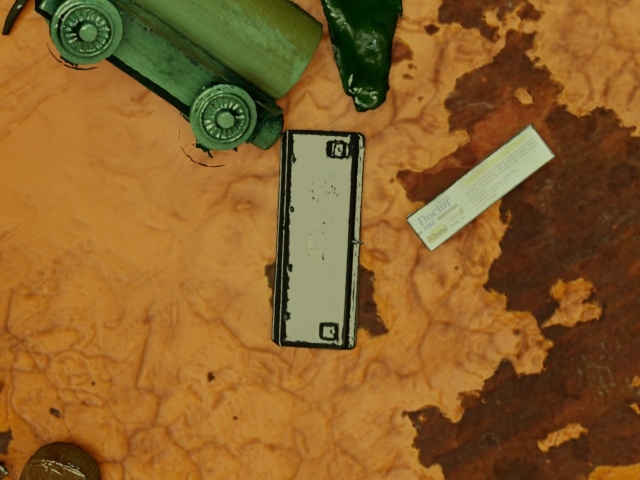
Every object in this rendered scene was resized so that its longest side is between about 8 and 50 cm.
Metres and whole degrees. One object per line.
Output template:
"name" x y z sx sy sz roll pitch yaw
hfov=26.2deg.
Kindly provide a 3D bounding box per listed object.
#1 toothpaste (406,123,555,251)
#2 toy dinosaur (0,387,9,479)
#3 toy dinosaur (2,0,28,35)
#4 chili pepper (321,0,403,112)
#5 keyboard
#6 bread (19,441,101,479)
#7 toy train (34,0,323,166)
"toothpaste" 0.164 -0.056 1.407 0.164 0.034 0.046 -38 92 6
"toy dinosaur" -0.456 0.242 1.435 0.327 0.113 0.206 -40 91 8
"toy dinosaur" -0.364 -0.334 1.428 0.187 0.087 0.179 27 133 16
"chili pepper" 0.029 -0.236 1.381 0.108 0.062 0.216 -15 100 -36
"keyboard" 0.000 0.000 1.427 0.094 0.025 0.230 4 95 5
"bread" -0.274 0.254 1.453 0.085 0.053 0.085 3 106 9
"toy train" -0.135 -0.209 1.330 0.307 0.126 0.189 33 107 -23
